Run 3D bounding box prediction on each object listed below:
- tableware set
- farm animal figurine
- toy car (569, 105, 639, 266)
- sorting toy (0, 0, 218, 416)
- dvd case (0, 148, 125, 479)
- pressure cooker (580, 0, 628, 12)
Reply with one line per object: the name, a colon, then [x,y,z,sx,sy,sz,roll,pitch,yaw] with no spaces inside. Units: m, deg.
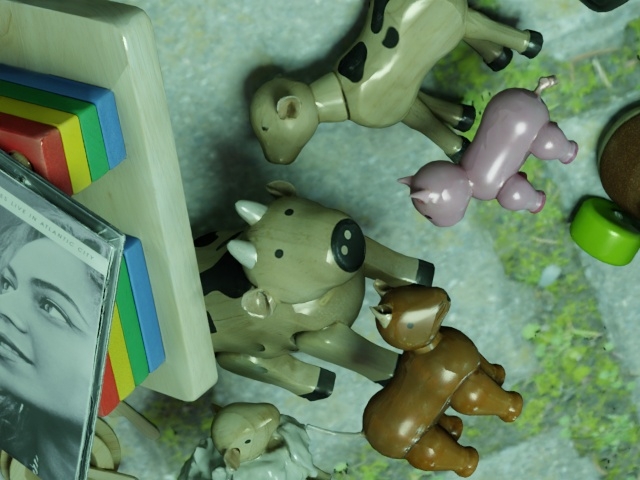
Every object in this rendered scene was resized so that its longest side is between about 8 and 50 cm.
tableware set: [-0.221,0.134,1.371,0.128,0.039,0.194,-39,121,13]
farm animal figurine: [0.000,0.000,1.237,0.172,0.330,0.327,24,142,-27]
toy car: [0.276,-0.010,1.300,0.149,0.188,0.155,18,116,-21]
sorting toy: [-0.205,-0.025,1.155,0.089,0.255,0.257,-41,135,-40]
dvd case: [-0.190,0.035,1.104,0.164,0.018,0.221,33,137,18]
pressure cooker: [0.353,-0.220,1.072,0.370,0.420,0.375,-14,150,-22]
